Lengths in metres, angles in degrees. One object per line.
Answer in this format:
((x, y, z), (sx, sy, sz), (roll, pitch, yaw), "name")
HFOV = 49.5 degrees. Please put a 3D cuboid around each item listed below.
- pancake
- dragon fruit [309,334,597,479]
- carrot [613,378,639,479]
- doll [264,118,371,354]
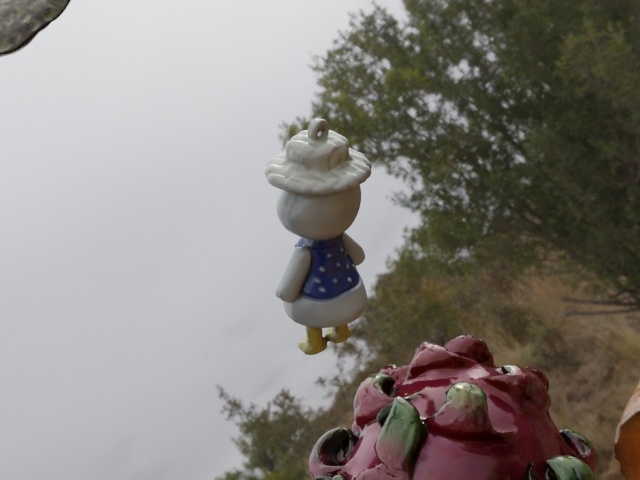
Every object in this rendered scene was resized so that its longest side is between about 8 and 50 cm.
((-0.367, -0.269, 0.754), (0.235, 0.212, 0.029), (-50, -24, -20), "pancake")
((0.089, 0.213, 0.511), (0.198, 0.218, 0.272), (-61, -4, -78), "dragon fruit")
((0.463, 0.202, 0.883), (0.159, 0.159, 0.225), (-58, -4, 36), "carrot")
((0.000, 0.000, 0.803), (0.138, 0.119, 0.293), (-25, -53, -34), "doll")
